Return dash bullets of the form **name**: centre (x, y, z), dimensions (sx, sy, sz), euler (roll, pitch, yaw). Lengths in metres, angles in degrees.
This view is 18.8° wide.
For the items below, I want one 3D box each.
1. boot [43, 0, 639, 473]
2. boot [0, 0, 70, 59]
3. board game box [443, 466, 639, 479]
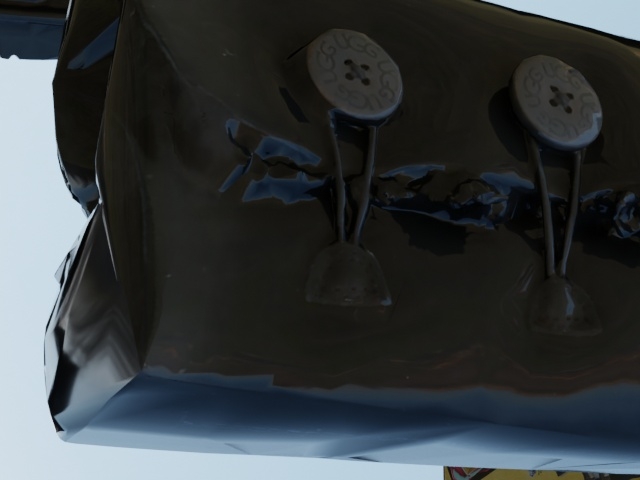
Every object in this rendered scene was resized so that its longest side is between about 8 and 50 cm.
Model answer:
- **boot**: centre (0.110, -0.067, 0.809), dimensions (0.445, 0.146, 0.367), euler (5, -129, -16)
- **boot**: centre (-0.080, -0.245, 1.180), dimensions (0.348, 0.260, 0.131), euler (-3, -152, -14)
- **board game box**: centre (0.180, 0.164, 1.544), dimensions (0.165, 0.042, 0.243), euler (-4, -109, 14)
